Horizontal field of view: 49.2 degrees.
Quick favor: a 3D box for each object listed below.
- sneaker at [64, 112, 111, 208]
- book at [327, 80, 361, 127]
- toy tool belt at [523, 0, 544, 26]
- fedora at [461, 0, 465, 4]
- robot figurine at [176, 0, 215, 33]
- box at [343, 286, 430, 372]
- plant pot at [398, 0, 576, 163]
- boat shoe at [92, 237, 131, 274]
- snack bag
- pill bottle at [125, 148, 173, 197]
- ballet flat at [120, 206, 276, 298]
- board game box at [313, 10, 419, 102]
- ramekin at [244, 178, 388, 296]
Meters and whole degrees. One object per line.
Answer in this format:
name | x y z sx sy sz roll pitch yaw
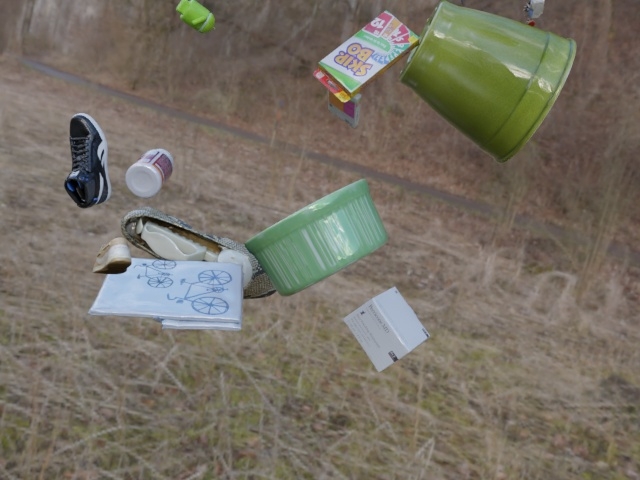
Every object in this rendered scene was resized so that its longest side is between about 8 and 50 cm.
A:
sneaker | -0.549 -0.181 1.617 0.079 0.216 0.121 -7 15 13
book | 0.065 -0.376 1.915 0.096 0.035 0.144 39 -17 14
toy tool belt | 0.604 -0.657 1.994 0.052 0.083 0.051 -1 42 -16
fedora | 0.366 -0.827 2.065 0.124 0.275 0.243 2 -30 23
robot figurine | -0.349 -0.633 1.978 0.115 0.067 0.101 31 5 -27
box | 0.188 0.246 1.969 0.181 0.119 0.182 55 26 10
plant pot | 0.411 -0.446 1.848 0.353 0.366 0.366 27 6 -5
boat shoe | -0.416 0.032 1.404 0.063 0.059 0.170 4 -14 -32
snack bag | -0.352 0.120 1.651 0.343 0.037 0.323 4 21 -8
pill bottle | -0.403 -0.167 1.674 0.086 0.086 0.152 15 25 -1
ballet flat | -0.341 0.048 1.952 0.483 0.164 0.182 25 5 -1
board game box | 0.114 -0.465 1.765 0.124 0.259 0.039 46 -10 18
ramekin | 0.000 0.000 1.535 0.303 0.148 0.303 -28 0 0
